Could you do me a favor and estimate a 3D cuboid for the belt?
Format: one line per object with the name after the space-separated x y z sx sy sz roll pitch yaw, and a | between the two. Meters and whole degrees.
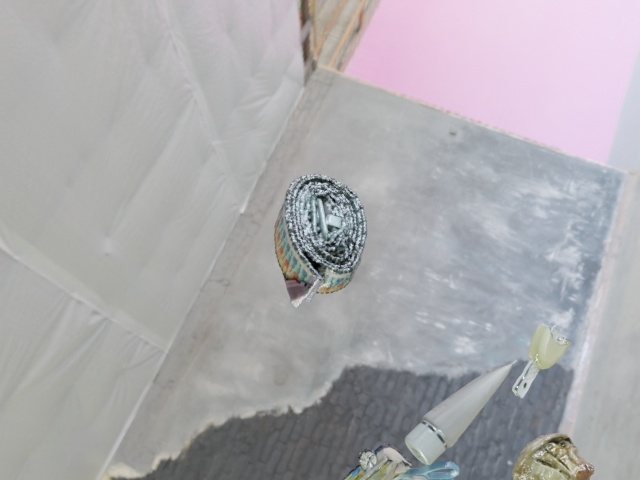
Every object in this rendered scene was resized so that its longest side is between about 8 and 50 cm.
0.000 0.000 1.384 0.161 0.206 0.295 116 146 -54 | belt

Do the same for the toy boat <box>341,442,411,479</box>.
0.059 0.415 0.978 0.210 0.066 0.084 -46 -41 13 | toy boat

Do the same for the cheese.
0.585 0.321 1.568 0.235 0.049 0.127 -50 -59 -18 | cheese

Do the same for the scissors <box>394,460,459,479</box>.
0.198 0.560 1.388 0.030 0.255 0.125 -95 9 -45 | scissors

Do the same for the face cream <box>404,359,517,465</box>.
0.330 0.388 1.372 0.314 0.089 0.143 -40 -13 -18 | face cream

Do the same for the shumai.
0.429 0.423 1.052 0.116 0.145 0.146 44 119 59 | shumai
